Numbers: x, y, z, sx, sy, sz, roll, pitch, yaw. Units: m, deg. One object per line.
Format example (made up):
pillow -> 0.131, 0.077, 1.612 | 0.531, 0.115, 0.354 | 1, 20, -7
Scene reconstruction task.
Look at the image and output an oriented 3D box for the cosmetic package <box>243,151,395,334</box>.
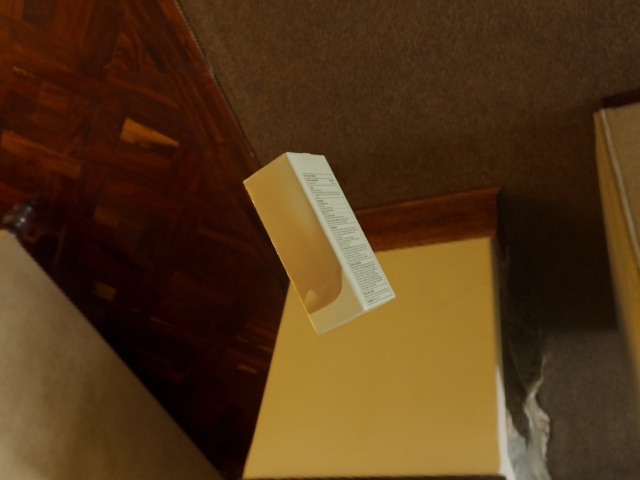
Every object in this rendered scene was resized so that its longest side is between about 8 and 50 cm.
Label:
cosmetic package -> 0.000, 0.000, 0.455 | 0.041, 0.060, 0.115 | -30, 80, 25
